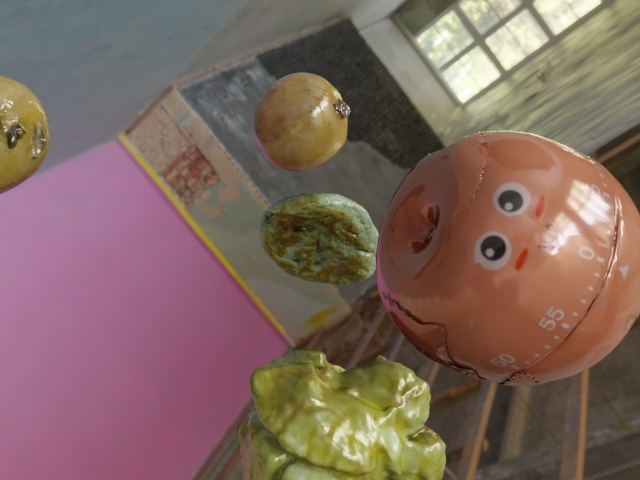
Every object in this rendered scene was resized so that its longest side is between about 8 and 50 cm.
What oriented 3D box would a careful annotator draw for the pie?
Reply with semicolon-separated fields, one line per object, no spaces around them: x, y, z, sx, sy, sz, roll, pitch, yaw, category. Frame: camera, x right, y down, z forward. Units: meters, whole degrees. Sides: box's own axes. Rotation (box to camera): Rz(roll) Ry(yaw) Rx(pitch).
0.000;0.000;1.240;0.240;0.240;0.054;-33;-150;36;pie

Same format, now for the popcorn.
0.020;0.260;0.886;0.277;0.225;0.276;3;-156;-1;popcorn

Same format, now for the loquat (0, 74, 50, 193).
-0.421;-0.130;0.817;0.172;0.149;0.204;-33;-162;-33;loquat

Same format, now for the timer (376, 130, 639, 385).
0.171;0.017;0.612;0.229;0.215;0.229;-161;-90;-73;timer

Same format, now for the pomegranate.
-0.038;-0.228;1.276;0.191;0.191;0.191;-37;-174;4;pomegranate
